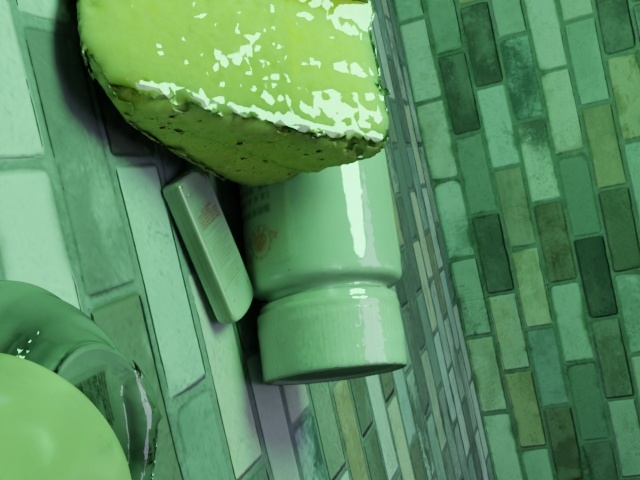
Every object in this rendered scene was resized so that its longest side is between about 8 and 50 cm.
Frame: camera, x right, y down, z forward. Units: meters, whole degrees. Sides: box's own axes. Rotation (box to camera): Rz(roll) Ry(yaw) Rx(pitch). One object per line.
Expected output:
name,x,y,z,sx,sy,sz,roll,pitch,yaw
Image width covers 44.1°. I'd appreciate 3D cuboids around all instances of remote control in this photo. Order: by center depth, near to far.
remote control,-0.132,0.007,0.960,0.087,0.029,0.190,-61,133,-63

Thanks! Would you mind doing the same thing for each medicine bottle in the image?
medicine bottle,0.000,0.000,1.078,0.211,0.211,0.371,28,53,-67

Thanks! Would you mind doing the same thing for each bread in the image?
bread,-0.082,-0.222,0.878,0.315,0.279,0.248,40,42,-72

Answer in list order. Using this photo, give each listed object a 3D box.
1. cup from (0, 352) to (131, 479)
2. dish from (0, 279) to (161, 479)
cup,-0.217,0.125,0.370,0.202,0.173,0.255,-50,121,-73
dish,-0.194,0.153,0.602,0.260,0.085,0.260,-11,90,-72
